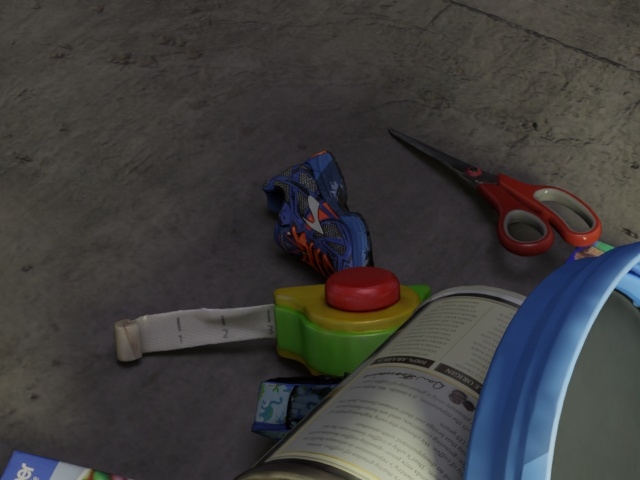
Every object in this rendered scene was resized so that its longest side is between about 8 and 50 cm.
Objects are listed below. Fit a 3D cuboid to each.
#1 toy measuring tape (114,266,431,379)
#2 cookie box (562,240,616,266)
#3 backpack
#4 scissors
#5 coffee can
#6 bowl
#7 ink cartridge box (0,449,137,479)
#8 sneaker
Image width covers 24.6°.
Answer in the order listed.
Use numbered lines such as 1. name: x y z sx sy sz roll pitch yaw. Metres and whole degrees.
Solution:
1. toy measuring tape: -0.022 0.090 1.332 0.330 0.121 0.121 -5 42 -4
2. cookie box: 0.282 0.053 1.471 0.092 0.040 0.107 24 43 20
3. backpack: 0.000 0.159 1.260 0.114 0.105 0.084 1 75 37
4. scissors: 0.186 -0.065 1.587 0.109 0.021 0.297 -20 38 -18
5. coffee can: 0.077 0.183 1.098 0.201 0.201 0.275 27 40 22
6. bowl: 0.225 0.196 1.064 0.077 0.391 0.391 -2 31 38
7. ink cartridge box: -0.174 0.270 1.146 0.311 0.065 0.186 11 41 8
8. sneaker: 0.000 0.000 1.478 0.087 0.083 0.221 -17 39 -6
